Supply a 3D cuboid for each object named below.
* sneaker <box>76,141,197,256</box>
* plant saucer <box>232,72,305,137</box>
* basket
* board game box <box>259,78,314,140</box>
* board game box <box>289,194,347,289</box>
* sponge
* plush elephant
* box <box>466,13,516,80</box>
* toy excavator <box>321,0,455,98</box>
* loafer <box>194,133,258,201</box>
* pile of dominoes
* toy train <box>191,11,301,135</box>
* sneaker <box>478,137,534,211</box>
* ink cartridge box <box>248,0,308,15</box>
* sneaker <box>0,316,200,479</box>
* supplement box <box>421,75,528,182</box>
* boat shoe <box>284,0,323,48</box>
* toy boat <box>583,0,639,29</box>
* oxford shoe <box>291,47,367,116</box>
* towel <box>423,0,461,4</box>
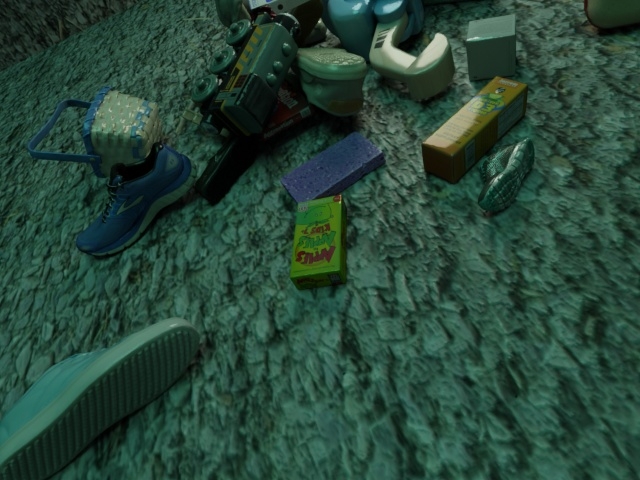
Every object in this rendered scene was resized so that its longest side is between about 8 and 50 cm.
[{"bbox_3d":[-0.454,-0.105,1.005,0.330,0.147,0.130,-45,47,0],"label":"sneaker"},{"bbox_3d":[-0.167,-0.367,1.192,0.278,0.041,0.278,-12,48,13],"label":"plant saucer"},{"bbox_3d":[-0.603,-0.293,1.183,0.289,0.201,0.255,10,49,-9],"label":"basket"},{"bbox_3d":[-0.134,-0.368,1.133,0.145,0.027,0.281,-30,47,-4],"label":"board game box"},{"bbox_3d":[0.000,0.000,0.805,0.092,0.043,0.181,-10,49,15],"label":"board game box"},{"bbox_3d":[0.024,-0.151,0.931,0.210,0.031,0.117,-34,47,-6],"label":"sponge"},{"bbox_3d":[-0.200,-0.705,1.342,0.330,0.255,0.272,-36,47,-8],"label":"plush elephant"},{"bbox_3d":[0.383,-0.430,0.965,0.102,0.101,0.087,2,53,25],"label":"box"},{"bbox_3d":[0.161,-0.553,1.122,0.433,0.222,0.445,8,69,31],"label":"toy excavator"},{"bbox_3d":[-0.233,-0.192,1.042,0.078,0.080,0.220,17,60,33],"label":"loafer"},{"bbox_3d":[-0.260,-0.381,1.182,0.251,0.040,0.196,30,82,36],"label":"pile of dominoes"},{"bbox_3d":[-0.163,-0.393,1.016,0.190,0.142,0.334,12,70,36],"label":"toy train"},{"bbox_3d":[0.315,-0.114,0.767,0.076,0.065,0.166,11,52,50],"label":"sneaker"},{"bbox_3d":[-0.095,-0.677,1.143,0.208,0.045,0.206,-19,51,5],"label":"ink cartridge box"},{"bbox_3d":[-0.380,0.225,0.716,0.366,0.135,0.150,-36,50,-10],"label":"sneaker"},{"bbox_3d":[0.301,-0.219,0.839,0.233,0.080,0.078,-42,50,-17],"label":"supplement box"},{"bbox_3d":[-0.091,-0.601,1.244,0.277,0.098,0.096,-39,52,39],"label":"boat shoe"},{"bbox_3d":[0.695,-0.550,0.930,0.231,0.151,0.151,-1,23,22],"label":"toy boat"},{"bbox_3d":[0.009,-0.416,1.095,0.169,0.130,0.449,-9,32,-8],"label":"oxford shoe"},{"bbox_3d":[0.265,-0.764,1.191,0.370,0.271,0.040,11,73,29],"label":"towel"}]
